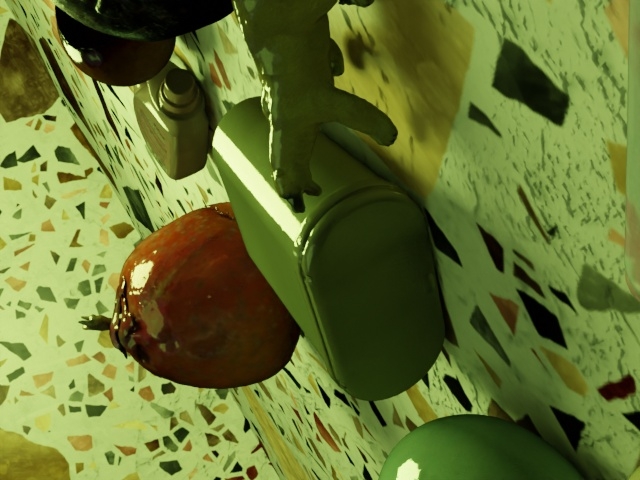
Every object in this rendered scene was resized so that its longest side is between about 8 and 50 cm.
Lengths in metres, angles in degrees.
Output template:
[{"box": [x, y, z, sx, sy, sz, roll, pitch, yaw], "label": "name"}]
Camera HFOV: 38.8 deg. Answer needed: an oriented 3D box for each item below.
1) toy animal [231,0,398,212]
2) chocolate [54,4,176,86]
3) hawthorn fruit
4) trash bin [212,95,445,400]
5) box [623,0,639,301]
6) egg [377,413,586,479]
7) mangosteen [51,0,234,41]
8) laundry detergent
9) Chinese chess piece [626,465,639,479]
[{"box": [-0.015, -0.137, 0.718, 0.103, 0.101, 0.218, 38, 148, 50], "label": "toy animal"}, {"box": [-0.251, -0.275, 1.159, 0.176, 0.177, 0.176, 53, 162, 26], "label": "chocolate"}, {"box": [-0.189, 0.092, 1.304, 0.276, 0.308, 0.276, 164, 90, -81], "label": "hawthorn fruit"}, {"box": [0.000, 0.000, 0.896, 0.247, 0.121, 0.243, 47, 159, 47], "label": "trash bin"}, {"box": [0.173, -0.099, 0.229, 0.190, 0.112, 0.369, 44, 155, 45], "label": "box"}, {"box": [0.141, 0.236, 0.768, 0.231, 0.168, 0.168, 15, 132, 62], "label": "egg"}, {"box": [-0.137, -0.277, 0.731, 0.216, 0.216, 0.216, 53, 162, 26], "label": "mangosteen"}, {"box": [-0.222, -0.201, 1.300, 0.171, 0.076, 0.237, 58, 163, 13], "label": "laundry detergent"}, {"box": [0.249, 0.193, 0.584, 0.122, 0.051, 0.122, 53, 164, 22], "label": "Chinese chess piece"}]
